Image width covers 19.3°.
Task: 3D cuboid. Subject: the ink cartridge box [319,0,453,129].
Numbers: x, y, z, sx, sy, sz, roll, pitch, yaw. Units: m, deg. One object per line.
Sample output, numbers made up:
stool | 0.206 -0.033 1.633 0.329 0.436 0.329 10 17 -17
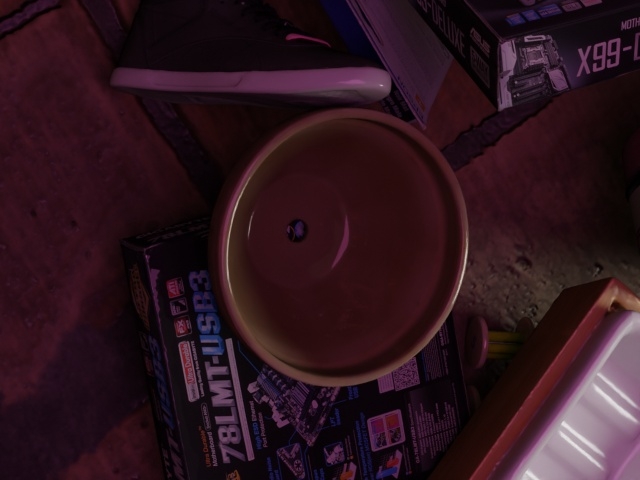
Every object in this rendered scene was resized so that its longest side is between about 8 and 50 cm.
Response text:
ink cartridge box | 0.035 -0.214 1.663 0.045 0.224 0.223 -27 104 20

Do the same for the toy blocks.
toy blocks | 0.216 0.137 1.837 0.148 0.054 0.123 4 97 -15

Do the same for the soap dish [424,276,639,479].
soap dish | 0.243 0.203 1.759 0.229 0.118 0.291 39 85 -31

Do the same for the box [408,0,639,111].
box | 0.237 -0.239 1.606 0.307 0.242 0.076 -16 132 -15

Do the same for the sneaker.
sneaker | -0.058 -0.191 1.622 0.104 0.296 0.147 13 85 -51

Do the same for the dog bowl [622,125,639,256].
dog bowl | 0.458 -0.088 1.713 0.408 0.408 0.150 -22 79 -11

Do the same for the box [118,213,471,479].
box | -0.015 0.107 1.723 0.293 0.073 0.295 -16 103 -23

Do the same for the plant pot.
plant pot | 0.000 0.000 1.615 0.237 0.110 0.237 -4 100 -26
